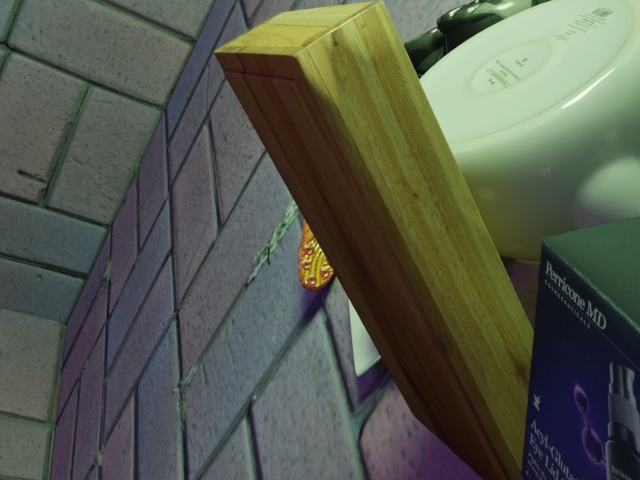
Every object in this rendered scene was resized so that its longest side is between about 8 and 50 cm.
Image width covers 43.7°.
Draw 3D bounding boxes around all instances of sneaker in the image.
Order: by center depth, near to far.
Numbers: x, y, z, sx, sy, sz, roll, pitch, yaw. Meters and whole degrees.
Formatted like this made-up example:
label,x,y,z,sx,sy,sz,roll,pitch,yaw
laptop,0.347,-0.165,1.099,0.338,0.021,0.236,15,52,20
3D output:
label,x,y,z,sx,sy,sz,roll,pitch,yaw
sneaker,0.170,-0.198,0.856,0.267,0.101,0.106,-165,53,-82
sneaker,0.000,0.000,1.175,0.067,0.064,0.175,110,171,-58

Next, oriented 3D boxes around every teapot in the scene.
label,x,y,z,sx,sy,sz,roll,pitch,yaw
teapot,0.193,-0.071,0.669,0.252,0.187,0.256,-6,40,44

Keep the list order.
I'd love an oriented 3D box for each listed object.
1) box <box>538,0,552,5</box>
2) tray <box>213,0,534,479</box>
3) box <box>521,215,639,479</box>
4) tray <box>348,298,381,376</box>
label,x,y,z,sx,sy,sz,roll,pitch,yaw
box,0.260,-0.328,0.848,0.175,0.051,0.220,-53,30,36
tray,0.065,0.019,0.638,0.076,0.411,0.203,-34,23,-10
box,0.209,0.109,0.483,0.153,0.108,0.207,-120,23,-60
tray,0.116,0.038,0.921,0.270,0.030,0.145,-49,32,40
